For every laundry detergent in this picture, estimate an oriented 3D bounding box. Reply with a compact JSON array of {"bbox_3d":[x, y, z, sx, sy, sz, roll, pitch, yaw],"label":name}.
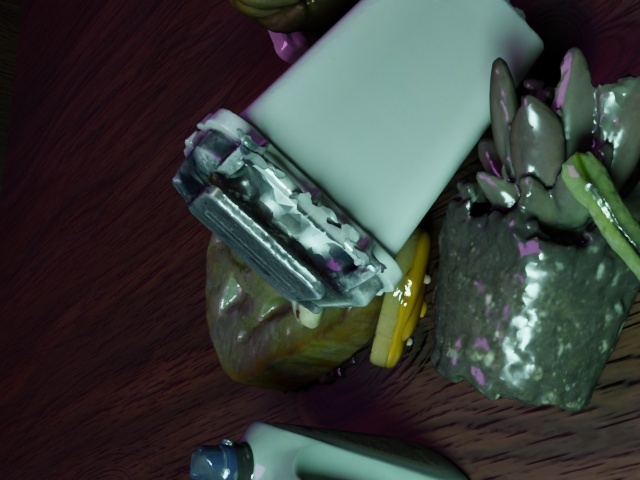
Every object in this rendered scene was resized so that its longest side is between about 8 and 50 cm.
[{"bbox_3d":[0.002,0.255,1.114,0.215,0.280,0.105,14,89,58],"label":"laundry detergent"}]

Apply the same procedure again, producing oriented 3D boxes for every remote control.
[{"bbox_3d":[-0.048,-0.353,1.620,0.049,0.090,0.230,-51,41,33],"label":"remote control"}]

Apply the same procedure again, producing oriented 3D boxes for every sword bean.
[{"bbox_3d":[0.285,0.036,0.841,0.043,0.038,0.269,-42,79,19],"label":"sword bean"}]

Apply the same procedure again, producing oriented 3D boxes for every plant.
[{"bbox_3d":[0.205,-0.012,0.980,0.181,0.194,0.321,17,95,55],"label":"plant"}]

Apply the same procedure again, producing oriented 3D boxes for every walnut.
[{"bbox_3d":[-0.029,-0.424,1.494,0.282,0.227,0.283,-9,51,12],"label":"walnut"}]

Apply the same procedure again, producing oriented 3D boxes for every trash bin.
[{"bbox_3d":[0.049,-0.124,1.103,0.368,0.256,0.296,-48,6,-13],"label":"trash bin"}]

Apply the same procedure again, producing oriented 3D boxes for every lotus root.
[{"bbox_3d":[-0.026,0.021,1.429,0.375,0.111,0.391,34,105,52],"label":"lotus root"}]

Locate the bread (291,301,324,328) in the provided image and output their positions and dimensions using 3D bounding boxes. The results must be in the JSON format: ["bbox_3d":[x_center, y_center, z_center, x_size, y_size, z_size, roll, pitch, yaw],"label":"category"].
[{"bbox_3d":[0.001,-0.001,1.266,0.073,0.053,0.214,-158,83,-80],"label":"bread"}]

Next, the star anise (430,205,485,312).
[{"bbox_3d":[0.151,0.039,1.143,0.168,0.057,0.168,17,-90,-85],"label":"star anise"}]

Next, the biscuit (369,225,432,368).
[{"bbox_3d":[0.101,0.061,1.214,0.170,0.050,0.170,15,-90,-85],"label":"biscuit"}]
